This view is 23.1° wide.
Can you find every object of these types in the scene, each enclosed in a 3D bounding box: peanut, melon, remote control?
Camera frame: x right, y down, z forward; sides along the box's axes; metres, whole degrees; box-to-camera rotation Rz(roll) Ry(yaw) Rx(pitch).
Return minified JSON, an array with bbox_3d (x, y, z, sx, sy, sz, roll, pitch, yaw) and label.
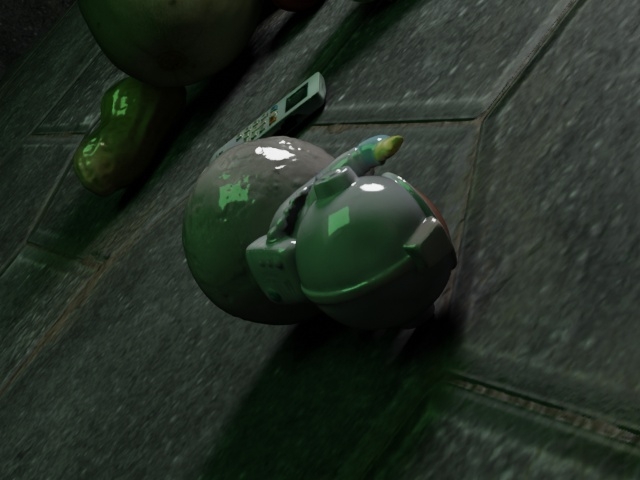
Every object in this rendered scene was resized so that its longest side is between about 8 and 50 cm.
[{"bbox_3d":[-0.245,-0.141,2.004,0.090,0.098,0.214,-19,35,45],"label":"peanut"},{"bbox_3d":[-0.189,-0.343,1.972,0.272,0.272,0.307,-7,72,64],"label":"melon"},{"bbox_3d":[-0.058,-0.108,1.619,0.166,0.029,0.065,-37,19,17],"label":"remote control"}]

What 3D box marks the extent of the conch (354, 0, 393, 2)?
[{"bbox_3d":[0.060,-0.335,1.641,0.251,0.137,0.143,-2,60,41],"label":"conch"}]

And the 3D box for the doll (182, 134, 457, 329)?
[{"bbox_3d":[0.000,0.000,1.096,0.151,0.151,0.287,-52,21,-11],"label":"doll"}]

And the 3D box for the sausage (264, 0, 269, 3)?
[{"bbox_3d":[-0.002,-0.395,2.008,0.372,0.082,0.082,-27,28,46],"label":"sausage"}]

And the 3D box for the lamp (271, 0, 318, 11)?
[{"bbox_3d":[-0.029,-0.332,1.905,0.107,0.092,0.107,-176,90,-70],"label":"lamp"}]
